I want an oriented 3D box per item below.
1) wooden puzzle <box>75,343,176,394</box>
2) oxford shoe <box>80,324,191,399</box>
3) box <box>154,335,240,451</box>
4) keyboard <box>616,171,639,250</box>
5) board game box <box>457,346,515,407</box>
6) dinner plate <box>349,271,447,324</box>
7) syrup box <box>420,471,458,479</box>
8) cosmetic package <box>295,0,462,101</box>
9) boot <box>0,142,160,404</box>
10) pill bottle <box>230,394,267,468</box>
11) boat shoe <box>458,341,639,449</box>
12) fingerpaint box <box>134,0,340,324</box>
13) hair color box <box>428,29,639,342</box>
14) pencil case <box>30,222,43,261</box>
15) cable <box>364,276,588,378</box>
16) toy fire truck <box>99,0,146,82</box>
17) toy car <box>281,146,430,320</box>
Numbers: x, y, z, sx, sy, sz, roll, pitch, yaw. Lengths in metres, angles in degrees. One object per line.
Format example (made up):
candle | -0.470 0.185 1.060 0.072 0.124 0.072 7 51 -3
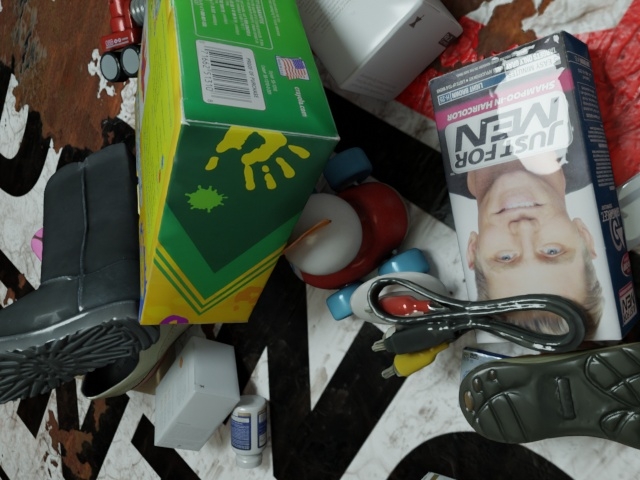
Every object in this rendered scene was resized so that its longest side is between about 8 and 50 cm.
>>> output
wooden puzzle | -0.451 0.155 1.182 0.348 0.080 0.322 -1 95 28
oxford shoe | -0.304 0.134 1.000 0.140 0.146 0.397 30 96 3
box | -0.235 0.289 1.014 0.170 0.091 0.130 -52 33 26
keyboard | 0.431 -0.075 0.627 0.256 0.014 0.072 -41 79 29
board game box | 0.245 0.206 0.770 0.090 0.020 0.090 9 99 31
dinner plate | 0.113 0.091 0.780 0.141 0.141 0.017 -31 43 31
syrup box | 0.244 0.416 0.749 0.237 0.096 0.093 4 98 31
cosmetic package | 0.067 -0.318 0.748 0.151 0.151 0.183 -41 73 30
boot | -0.479 0.033 0.954 0.146 0.367 0.445 84 168 -50
pill bottle | -0.133 0.355 1.001 0.067 0.067 0.120 5 97 32
boat shoe | 0.338 0.177 0.652 0.324 0.120 0.122 -5 86 25
fingerpaint box | -0.152 -0.167 0.735 0.371 0.163 0.444 120 144 -46
hair color box | 0.262 -0.054 0.671 0.174 0.105 0.347 -11 89 40
pencil case | -0.503 0.052 1.107 0.209 0.098 0.095 47 157 15
cable | 0.172 0.091 0.676 0.287 0.072 0.139 -19 87 32
toy fire truck | -0.303 -0.430 0.993 0.217 0.158 0.246 0 106 33
toy car | 0.000 0.000 0.775 0.210 0.238 0.219 -34 77 31
